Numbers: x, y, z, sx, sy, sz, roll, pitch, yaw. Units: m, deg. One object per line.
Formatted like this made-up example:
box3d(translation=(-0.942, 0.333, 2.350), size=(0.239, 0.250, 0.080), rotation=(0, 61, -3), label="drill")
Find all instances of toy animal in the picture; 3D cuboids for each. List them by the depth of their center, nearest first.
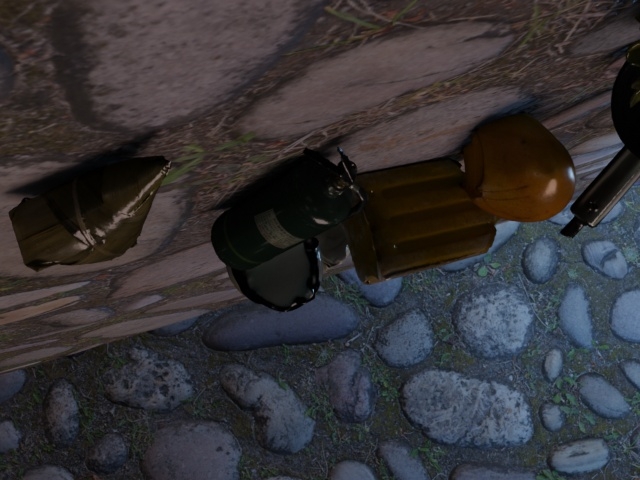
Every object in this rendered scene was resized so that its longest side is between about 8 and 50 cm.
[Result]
box3d(translation=(-0.075, 0.022, 1.228), size=(0.138, 0.166, 0.179), rotation=(-1, -178, -13), label="toy animal")

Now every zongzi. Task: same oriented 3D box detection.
box3d(translation=(-0.187, -0.035, 0.775), size=(0.176, 0.079, 0.160), rotation=(-27, 177, 14), label="zongzi")

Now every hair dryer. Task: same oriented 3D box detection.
box3d(translation=(0.429, -0.102, 1.016), size=(0.155, 0.284, 0.320), rotation=(26, -167, 19), label="hair dryer")

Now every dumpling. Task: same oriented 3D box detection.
box3d(translation=(0.000, 0.000, 1.360), size=(0.136, 0.119, 0.199), rotation=(-29, -152, -28), label="dumpling")

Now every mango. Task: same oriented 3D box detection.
box3d(translation=(0.273, -0.098, 1.094), size=(0.126, 0.154, 0.252), rotation=(-24, -173, -4), label="mango")

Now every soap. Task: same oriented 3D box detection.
box3d(translation=(0.162, -0.036, 1.221), size=(0.257, 0.161, 0.080), rotation=(-12, 174, -29), label="soap")

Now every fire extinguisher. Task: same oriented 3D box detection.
box3d(translation=(-0.031, -0.042, 1.000), size=(0.118, 0.093, 0.294), rotation=(33, 147, -22), label="fire extinguisher")

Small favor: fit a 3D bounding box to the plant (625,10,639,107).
box3d(translation=(0.451, -0.181, 0.682), size=(0.261, 0.297, 0.306), rotation=(-50, 178, -37), label="plant")
